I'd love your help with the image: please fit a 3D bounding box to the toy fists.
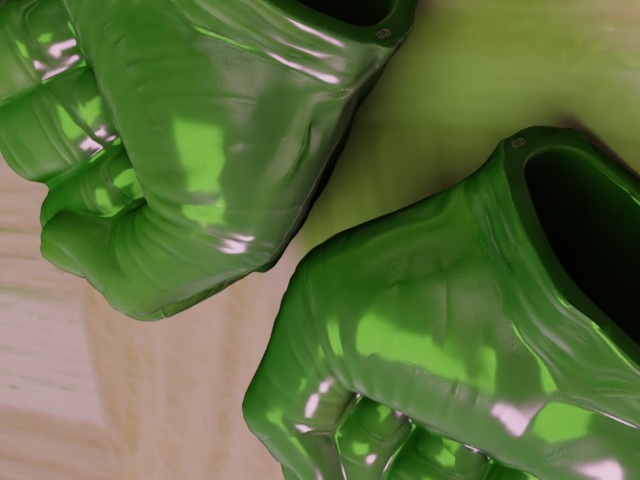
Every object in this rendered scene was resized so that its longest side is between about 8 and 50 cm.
[{"bbox_3d":[0.000,0.000,0.514,0.279,0.096,0.142,43,131,4],"label":"toy fists"}]
